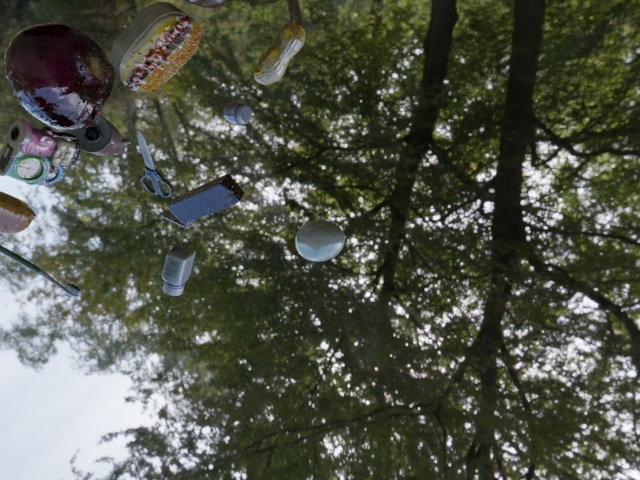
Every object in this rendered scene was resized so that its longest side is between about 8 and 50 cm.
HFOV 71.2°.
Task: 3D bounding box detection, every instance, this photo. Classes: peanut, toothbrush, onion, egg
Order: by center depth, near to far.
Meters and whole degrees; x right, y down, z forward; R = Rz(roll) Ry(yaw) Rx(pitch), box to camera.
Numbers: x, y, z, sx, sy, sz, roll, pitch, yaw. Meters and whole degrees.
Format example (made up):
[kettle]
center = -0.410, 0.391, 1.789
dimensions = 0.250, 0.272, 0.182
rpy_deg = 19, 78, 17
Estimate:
[toothbrush]
center = -0.691, 0.065, 1.076
dimensions = 0.257, 0.024, 0.018
rpy_deg = 30, -170, -1
[peanut]
center = -0.121, -0.552, 1.333
dimensions = 0.087, 0.207, 0.087
rpy_deg = 36, -158, -17
[onion]
center = -0.836, -0.534, 1.401
dimensions = 0.281, 0.260, 0.337
rpy_deg = -3, -111, 21
[egg]
center = 0.000, 0.000, 1.613
dimensions = 0.209, 0.151, 0.151
rpy_deg = -12, -161, 44

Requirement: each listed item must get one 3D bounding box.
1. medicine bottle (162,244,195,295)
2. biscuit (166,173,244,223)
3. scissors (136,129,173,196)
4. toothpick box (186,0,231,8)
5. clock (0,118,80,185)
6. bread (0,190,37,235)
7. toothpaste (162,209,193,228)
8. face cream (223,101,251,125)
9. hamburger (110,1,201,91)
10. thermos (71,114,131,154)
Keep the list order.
[medicine bottle]
center = -0.367, 0.079, 1.148
dimensions = 0.054, 0.118, 0.074
rpy_deg = 19, -159, 0
[biscuit]
center = -0.469, -0.164, 1.814
dimensions = 0.388, 0.107, 0.073
rpy_deg = -14, -143, 39
[scissors]
center = -0.540, -0.239, 1.417
dimensions = 0.108, 0.300, 0.022
rpy_deg = 14, -124, 4
[toothpick box]
center = -0.282, -0.692, 1.014
dimensions = 0.191, 0.295, 0.192
rpy_deg = -16, -141, 13
[clock]
center = -0.856, -0.259, 1.372
dimensions = 0.100, 0.194, 0.195
rpy_deg = 38, -166, 24
[bread]
center = -1.226, -0.107, 1.699
dimensions = 0.136, 0.241, 0.107
rpy_deg = -41, -112, 0
[toothpaste]
center = -0.688, -0.099, 2.156
dimensions = 0.196, 0.040, 0.047
rpy_deg = 20, -117, 40
[face cream]
center = -0.335, -0.511, 1.803
dimensions = 0.094, 0.091, 0.091
rpy_deg = 15, -145, 29
[hamburger]
center = -0.501, -0.585, 1.388
dimensions = 0.295, 0.151, 0.227
rpy_deg = -46, 179, 10
[thermos]
center = -0.875, -0.403, 1.784
dimensions = 0.176, 0.146, 0.265
rpy_deg = -7, -177, -7
